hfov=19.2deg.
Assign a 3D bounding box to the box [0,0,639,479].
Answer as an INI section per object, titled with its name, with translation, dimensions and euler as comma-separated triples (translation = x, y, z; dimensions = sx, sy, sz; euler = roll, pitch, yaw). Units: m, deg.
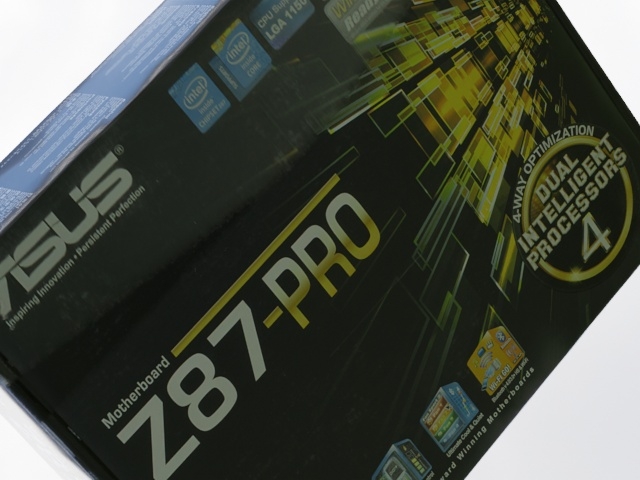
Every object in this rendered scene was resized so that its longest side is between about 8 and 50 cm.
[box]
translation = 0.000, 0.000, 1.082
dimensions = 0.395, 0.097, 0.318
euler = -47, -64, -19
